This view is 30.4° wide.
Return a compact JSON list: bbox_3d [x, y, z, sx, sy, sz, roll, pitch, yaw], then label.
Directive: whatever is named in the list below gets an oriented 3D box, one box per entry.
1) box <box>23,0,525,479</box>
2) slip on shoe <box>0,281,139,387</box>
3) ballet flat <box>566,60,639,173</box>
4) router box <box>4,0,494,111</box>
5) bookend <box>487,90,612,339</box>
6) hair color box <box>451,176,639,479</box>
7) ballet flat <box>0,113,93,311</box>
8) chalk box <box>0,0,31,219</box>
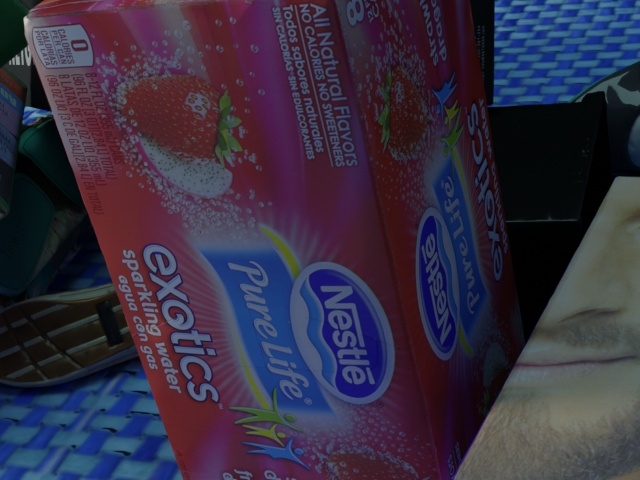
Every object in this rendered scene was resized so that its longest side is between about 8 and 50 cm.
[{"bbox_3d":[0.000,0.000,0.476,0.122,0.257,0.128,1,31,25],"label":"box"},{"bbox_3d":[-0.126,0.049,0.661,0.135,0.051,0.041,-20,-10,1],"label":"slip on shoe"},{"bbox_3d":[0.237,-0.084,0.733,0.203,0.074,0.074,-21,31,-21],"label":"ballet flat"},{"bbox_3d":[-0.067,-0.127,0.766,0.243,0.081,0.309,-4,10,-21],"label":"router box"},{"bbox_3d":[0.079,-0.017,0.665,0.157,0.072,0.156,-1,30,19],"label":"bookend"},{"bbox_3d":[0.149,0.102,0.400,0.185,0.110,0.339,4,31,28],"label":"hair color box"},{"bbox_3d":[-0.194,-0.016,0.761,0.077,0.091,0.241,-36,13,28],"label":"ballet flat"},{"bbox_3d":[-0.281,-0.057,0.638,0.289,0.180,0.179,-40,28,11],"label":"chalk box"}]
